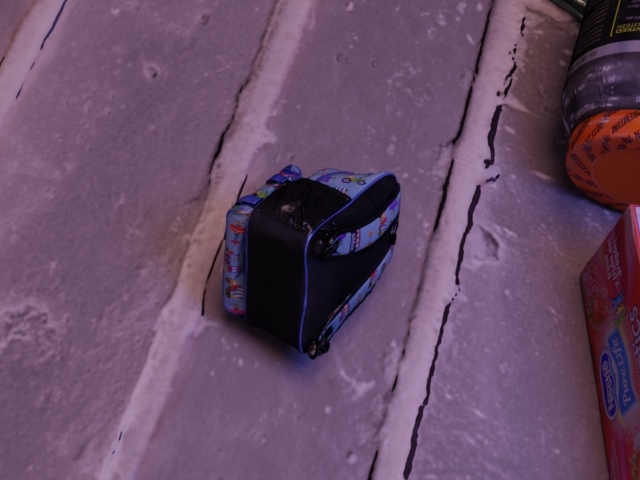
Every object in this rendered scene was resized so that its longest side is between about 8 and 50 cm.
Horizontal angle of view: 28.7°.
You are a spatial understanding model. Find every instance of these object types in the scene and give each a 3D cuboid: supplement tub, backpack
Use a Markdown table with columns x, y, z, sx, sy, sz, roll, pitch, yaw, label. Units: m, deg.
| x | y | z | sx | sy | sz | roll | pitch | yaw | label |
| --- | --- | --- | --- | --- | --- | --- | --- | --- | --- |
| 0.382 | -0.209 | 1.353 | 0.207 | 0.207 | 0.338 | 20 | 67 | 1 | supplement tub |
| 0.000 | 0.000 | 1.198 | 0.116 | 0.158 | 0.173 | 24 | 42 | 24 | backpack |

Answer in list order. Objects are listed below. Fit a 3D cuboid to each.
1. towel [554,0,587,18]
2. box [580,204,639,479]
| x | y | z | sx | sy | sz | roll | pitch | yaw | label |
| --- | --- | --- | --- | --- | --- | --- | --- | --- | --- |
| 0.374 | -0.398 | 1.586 | 0.248 | 0.038 | 0.325 | 39 | 61 | 13 | towel |
| 0.360 | 0.130 | 1.195 | 0.154 | 0.142 | 0.300 | 3 | 59 | -10 | box |
